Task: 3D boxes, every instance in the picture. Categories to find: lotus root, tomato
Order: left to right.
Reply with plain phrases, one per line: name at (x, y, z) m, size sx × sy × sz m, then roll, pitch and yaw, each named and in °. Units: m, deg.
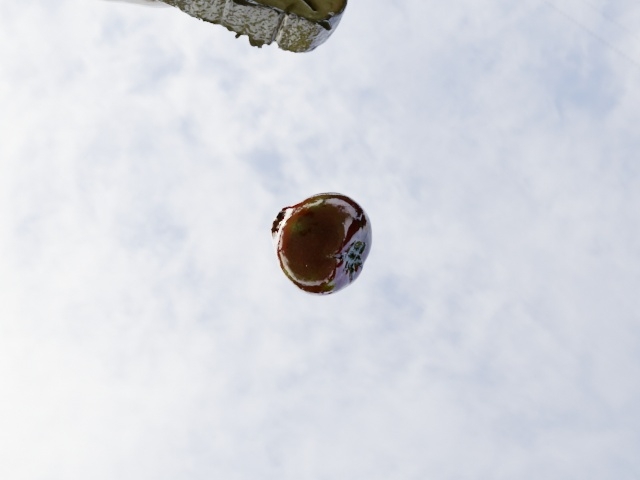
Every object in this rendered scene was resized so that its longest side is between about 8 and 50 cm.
lotus root at (-0.091, -0.329, 1.426) m, size 0.261 × 0.074 × 0.170 m, roll 24°, pitch -118°, yaw -1°
tomato at (0.000, 0.000, 0.935) m, size 0.075 × 0.087 × 0.087 m, roll 19°, pitch -95°, yaw 29°

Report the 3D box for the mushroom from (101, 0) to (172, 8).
mushroom at (-0.225, -0.426, 1.481) m, size 0.254 × 0.234 × 0.260 m, roll 38°, pitch -122°, yaw -16°
